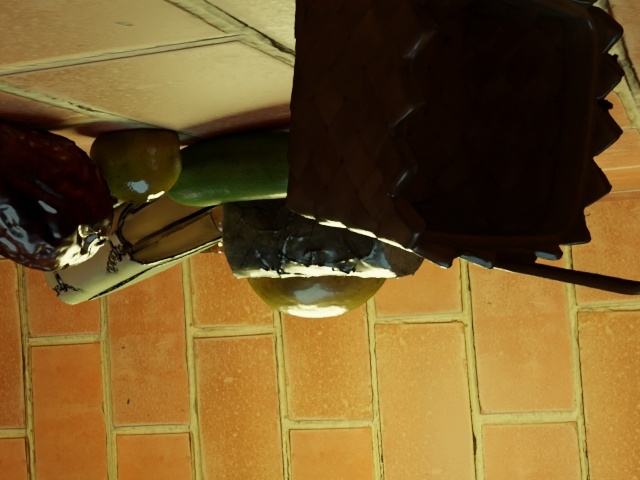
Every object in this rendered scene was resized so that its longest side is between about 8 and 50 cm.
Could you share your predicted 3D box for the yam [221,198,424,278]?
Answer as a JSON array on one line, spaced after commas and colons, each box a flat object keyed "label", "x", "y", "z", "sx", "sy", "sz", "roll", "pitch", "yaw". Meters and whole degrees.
[{"label": "yam", "x": 0.005, "y": -0.039, "z": 1.901, "sx": 0.348, "sy": 0.241, "sz": 0.241, "roll": 2, "pitch": 179, "yaw": 27}]

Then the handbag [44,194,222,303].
[{"label": "handbag", "x": -0.370, "y": 0.003, "z": 2.261, "sx": 0.236, "sy": 0.160, "sz": 0.358, "roll": -31, "pitch": -175, "yaw": -38}]

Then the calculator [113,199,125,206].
[{"label": "calculator", "x": -0.418, "y": -0.083, "z": 2.645, "sx": 0.152, "sy": 0.021, "sz": 0.095, "roll": -2, "pitch": 177, "yaw": -20}]

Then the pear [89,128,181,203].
[{"label": "pear", "x": -0.271, "y": -0.108, "z": 1.723, "sx": 0.141, "sy": 0.104, "sz": 0.141, "roll": -8, "pitch": 179, "yaw": 0}]

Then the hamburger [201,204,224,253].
[{"label": "hamburger", "x": -0.248, "y": -0.050, "z": 2.473, "sx": 0.286, "sy": 0.146, "sz": 0.243, "roll": -5, "pitch": 170, "yaw": 42}]

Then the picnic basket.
[{"label": "picnic basket", "x": 0.154, "y": -0.101, "z": 0.946, "sx": 0.321, "sy": 0.254, "sz": 0.291, "roll": 12, "pitch": -171, "yaw": 42}]

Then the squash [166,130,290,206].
[{"label": "squash", "x": -0.131, "y": -0.109, "z": 1.772, "sx": 0.107, "sy": 0.107, "sz": 0.395, "roll": 0, "pitch": 179, "yaw": -45}]

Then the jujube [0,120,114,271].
[{"label": "jujube", "x": -0.396, "y": -0.064, "z": 1.589, "sx": 0.197, "sy": 0.197, "sz": 0.290, "roll": -5, "pitch": 161, "yaw": 18}]

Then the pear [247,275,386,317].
[{"label": "pear", "x": 0.000, "y": 0.000, "z": 2.240, "sx": 0.314, "sy": 0.315, "sz": 0.314, "roll": -4, "pitch": 177, "yaw": 0}]

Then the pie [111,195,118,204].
[{"label": "pie", "x": -0.464, "y": -0.092, "z": 2.165, "sx": 0.185, "sy": 0.052, "sz": 0.218, "roll": -2, "pitch": 179, "yaw": -7}]
